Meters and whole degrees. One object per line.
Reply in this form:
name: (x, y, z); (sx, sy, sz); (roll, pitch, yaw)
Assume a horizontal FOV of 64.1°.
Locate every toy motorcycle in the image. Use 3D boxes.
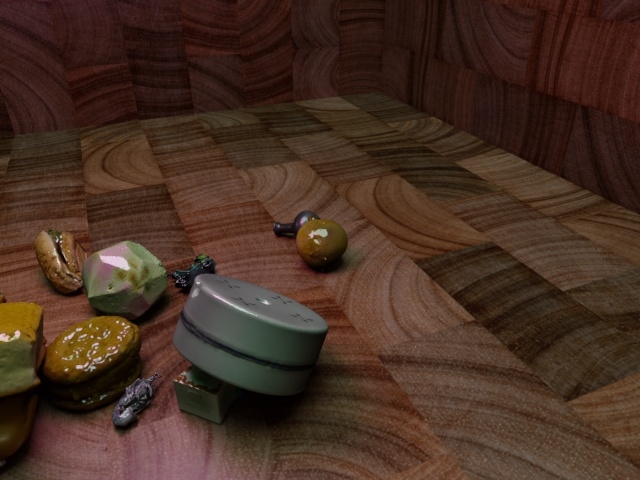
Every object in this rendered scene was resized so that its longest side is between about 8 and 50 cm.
toy motorcycle: (-0.407, 0.102, 1.623); (0.100, 0.058, 0.173); (12, 31, 33)

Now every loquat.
loquat: (0.000, 0.000, 1.687); (0.172, 0.150, 0.205); (-18, 57, -15)

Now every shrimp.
shrimp: (-0.420, 0.360, 1.185); (0.065, 0.057, 0.165); (1, 37, 34)

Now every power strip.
power strip: (-0.149, 0.216, 1.192); (0.357, 0.162, 0.357); (22, 3, -1)

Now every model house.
model house: (-0.249, 0.328, 1.195); (0.126, 0.101, 0.149); (12, 31, 19)

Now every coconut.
coconut: (-0.568, 0.115, 1.454); (0.204, 0.236, 0.236); (-3, 26, 28)

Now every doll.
doll: (-0.724, 0.391, 1.030); (0.269, 0.163, 0.166); (-2, -3, -28)

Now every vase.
vase: (-0.084, -0.045, 1.826); (0.182, 0.120, 0.120); (0, 27, 29)

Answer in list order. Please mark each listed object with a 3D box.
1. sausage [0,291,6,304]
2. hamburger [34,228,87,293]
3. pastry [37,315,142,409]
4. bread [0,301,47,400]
sausage: (-0.934, 0.265, 1.328); (0.082, 0.082, 0.372); (-4, 31, -6)
hamburger: (-0.816, 0.074, 1.586); (0.135, 0.155, 0.208); (-30, 45, -5)
pastry: (-0.558, 0.280, 1.244); (0.235, 0.132, 0.240); (19, 35, 28)
bread: (-0.749, 0.238, 1.047); (0.323, 0.144, 0.333); (-5, 9, -24)
